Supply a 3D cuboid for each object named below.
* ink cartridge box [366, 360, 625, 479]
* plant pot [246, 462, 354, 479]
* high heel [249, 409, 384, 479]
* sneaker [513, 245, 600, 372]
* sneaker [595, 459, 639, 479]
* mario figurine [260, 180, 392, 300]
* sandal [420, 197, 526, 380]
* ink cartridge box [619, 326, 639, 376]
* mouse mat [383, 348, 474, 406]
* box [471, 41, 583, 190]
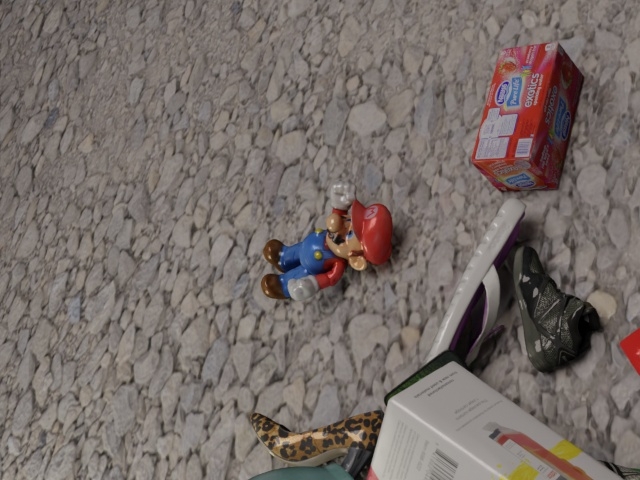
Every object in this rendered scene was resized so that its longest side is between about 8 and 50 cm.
[{"bbox_3d":[0.260,0.403,1.594,0.385,0.160,0.279,34,127,30],"label":"ink cartridge box"},{"bbox_3d":[-0.009,0.496,1.855,0.196,0.293,0.293,-30,41,-17],"label":"plant pot"},{"bbox_3d":[-0.004,0.340,2.050,0.261,0.093,0.186,34,90,33],"label":"high heel"},{"bbox_3d":[0.402,0.101,1.883,0.130,0.087,0.227,-23,54,24],"label":"sneaker"},{"bbox_3d":[0.376,0.385,1.675,0.343,0.146,0.134,-1,63,38],"label":"sneaker"},{"bbox_3d":[0.000,0.000,2.210,0.320,0.170,0.198,-26,84,34],"label":"mario figurine"},{"bbox_3d":[0.281,0.117,1.947,0.102,0.169,0.416,26,82,10],"label":"sandal"},{"bbox_3d":[0.593,0.150,1.696,0.231,0.078,0.134,-38,45,14],"label":"ink cartridge box"},{"bbox_3d":[0.218,0.295,1.868,0.152,0.189,0.007,-40,1,12],"label":"mouse mat"},{"bbox_3d":[0.389,-0.230,2.077,0.128,0.122,0.257,-1,63,39],"label":"box"}]
